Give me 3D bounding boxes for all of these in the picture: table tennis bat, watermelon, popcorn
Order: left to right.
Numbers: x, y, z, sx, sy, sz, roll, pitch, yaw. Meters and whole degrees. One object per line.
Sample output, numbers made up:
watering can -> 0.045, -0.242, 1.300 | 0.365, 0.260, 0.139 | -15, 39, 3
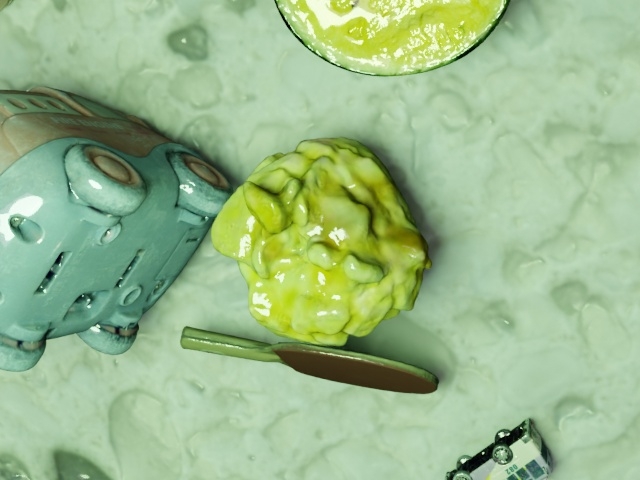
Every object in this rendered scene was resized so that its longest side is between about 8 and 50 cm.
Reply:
table tennis bat -> -0.011, 0.110, 1.063 | 0.247, 0.138, 0.022 | 9, 74, 11
popcorn -> -0.001, 0.001, 1.004 | 0.167, 0.187, 0.185 | -28, 110, 6
watermelon -> 0.059, -0.245, 0.982 | 0.232, 0.127, 0.204 | -4, 100, 9

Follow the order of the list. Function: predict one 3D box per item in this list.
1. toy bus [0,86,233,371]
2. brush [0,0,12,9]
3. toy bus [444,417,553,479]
toy bus -> -0.242, -0.037, 1.012 | 0.232, 0.294, 0.197 | 42, 110, 19
brush -> -0.433, -0.180, 1.120 | 0.313, 0.072, 0.067 | -33, 79, 13
toy bus -> 0.172, 0.221, 1.087 | 0.102, 0.052, 0.058 | -38, 93, 16
